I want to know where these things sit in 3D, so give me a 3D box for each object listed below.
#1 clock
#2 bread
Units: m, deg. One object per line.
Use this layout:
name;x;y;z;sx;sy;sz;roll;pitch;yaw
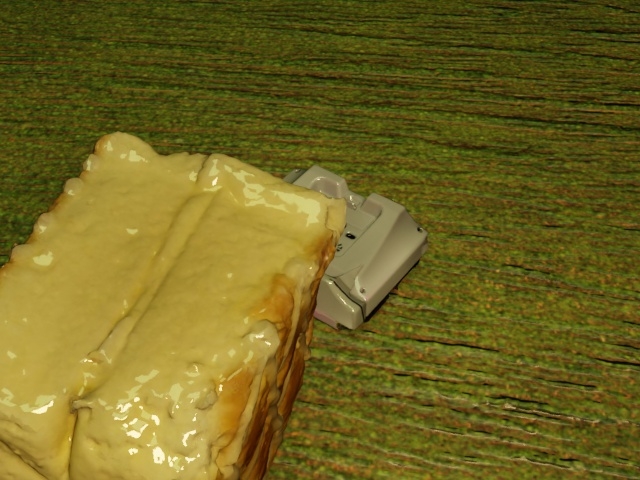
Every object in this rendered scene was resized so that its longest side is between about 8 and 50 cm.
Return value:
clock;0.000;0.000;1.285;0.253;0.083;0.186;26;51;25
bread;-0.168;0.143;0.949;0.279;0.390;0.371;19;46;9
